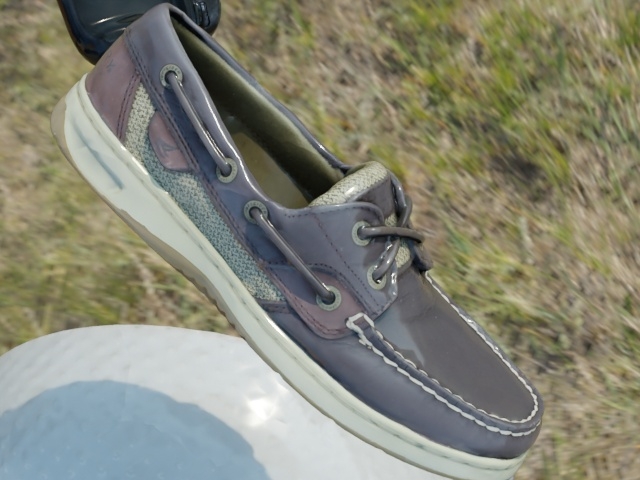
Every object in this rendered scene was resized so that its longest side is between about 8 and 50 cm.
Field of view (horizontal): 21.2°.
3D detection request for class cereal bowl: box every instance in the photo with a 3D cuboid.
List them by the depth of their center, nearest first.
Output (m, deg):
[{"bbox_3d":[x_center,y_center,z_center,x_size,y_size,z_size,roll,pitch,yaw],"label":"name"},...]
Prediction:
[{"bbox_3d":[-0.082,0.207,1.070,0.338,0.339,0.141,1,50,14],"label":"cereal bowl"}]

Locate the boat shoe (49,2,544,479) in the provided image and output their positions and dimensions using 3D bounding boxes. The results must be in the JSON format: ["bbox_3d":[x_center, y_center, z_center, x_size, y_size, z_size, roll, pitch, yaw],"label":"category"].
[{"bbox_3d":[0.000,0.000,0.816,0.285,0.103,0.092,41,117,6],"label":"boat shoe"}]

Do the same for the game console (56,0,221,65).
[{"bbox_3d":[-0.176,-0.281,1.079,0.213,0.044,0.361,-21,93,-20],"label":"game console"}]

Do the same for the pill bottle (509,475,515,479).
[{"bbox_3d":[0.082,0.211,1.248,0.124,0.221,0.124,-3,56,5],"label":"pill bottle"}]
